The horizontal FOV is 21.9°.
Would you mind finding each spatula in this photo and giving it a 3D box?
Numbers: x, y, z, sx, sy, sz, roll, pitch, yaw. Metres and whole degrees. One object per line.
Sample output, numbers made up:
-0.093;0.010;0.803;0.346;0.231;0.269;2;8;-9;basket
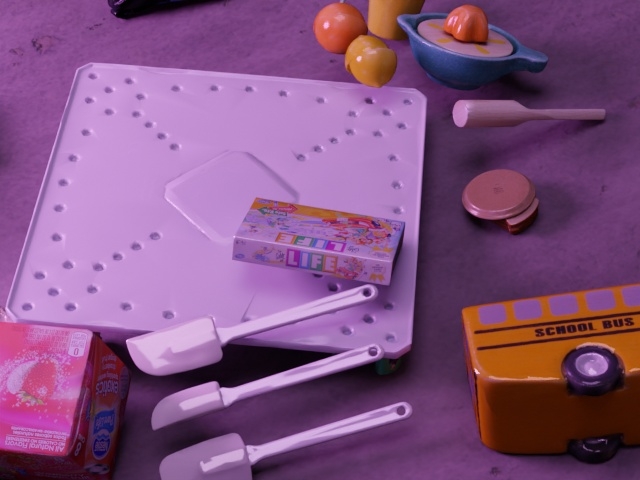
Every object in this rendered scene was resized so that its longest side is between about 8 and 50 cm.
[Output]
-0.045;0.138;1.544;0.242;0.019;0.168;-15;70;-4;spatula

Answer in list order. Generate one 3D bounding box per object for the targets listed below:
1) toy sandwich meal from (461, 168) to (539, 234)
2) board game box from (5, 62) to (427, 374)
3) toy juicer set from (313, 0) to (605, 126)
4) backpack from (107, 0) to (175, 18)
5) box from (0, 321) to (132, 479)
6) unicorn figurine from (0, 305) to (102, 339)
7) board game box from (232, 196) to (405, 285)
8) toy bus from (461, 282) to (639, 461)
0.190;-0.041;1.740;0.086;0.029;0.085;-8;42;7;toy sandwich meal
-0.093;-0.031;1.720;0.390;0.050;0.390;5;45;2;board game box
0.136;-0.212;1.832;0.329;0.089;0.209;32;32;32;toy juicer set
-0.191;-0.369;2.072;0.173;0.117;0.158;-9;45;-5;backpack
-0.320;0.147;1.531;0.257;0.128;0.122;5;69;13;box
-0.295;0.102;1.654;0.162;0.060;0.111;8;44;-6;unicorn figurine
0.000;0.000;1.614;0.154;0.026;0.103;9;24;6;board game box
0.303;0.111;1.508;0.333;0.108;0.130;-8;42;1;toy bus
